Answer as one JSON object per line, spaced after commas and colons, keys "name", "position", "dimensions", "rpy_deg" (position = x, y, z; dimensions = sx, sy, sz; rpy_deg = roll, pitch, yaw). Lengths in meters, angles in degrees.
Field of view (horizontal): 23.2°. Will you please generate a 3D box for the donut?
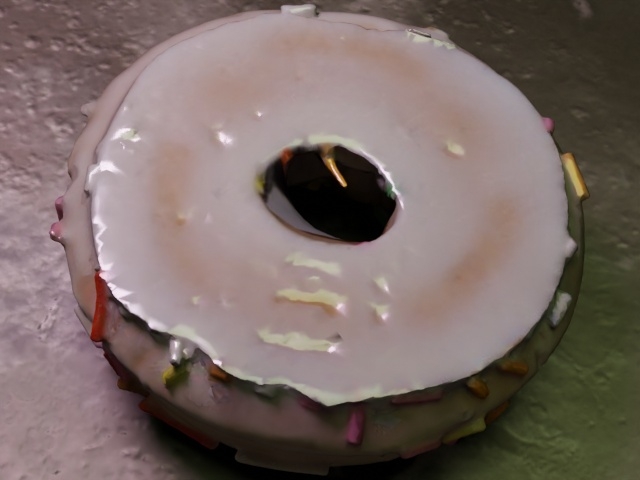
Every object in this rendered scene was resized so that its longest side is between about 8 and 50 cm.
{"name": "donut", "position": [0.000, 0.000, 1.119], "dimensions": [0.382, 0.142, 0.383], "rpy_deg": [3, 56, -4]}
